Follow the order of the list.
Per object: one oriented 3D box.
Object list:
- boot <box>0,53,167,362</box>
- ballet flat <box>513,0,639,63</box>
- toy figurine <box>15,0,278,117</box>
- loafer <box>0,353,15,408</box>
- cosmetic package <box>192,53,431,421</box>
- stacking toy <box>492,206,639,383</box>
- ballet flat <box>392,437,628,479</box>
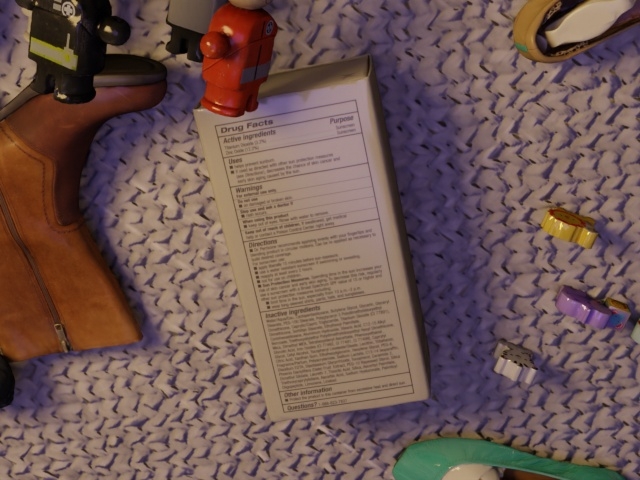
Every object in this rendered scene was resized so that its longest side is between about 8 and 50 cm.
[{"bbox_3d":[-0.229,-0.020,1.095,0.264,0.096,0.281,-14,109,9],"label":"boot"},{"bbox_3d":[0.276,-0.214,0.993,0.232,0.073,0.080,-30,105,14],"label":"ballet flat"},{"bbox_3d":[-0.142,-0.206,0.948,0.213,0.209,0.148,3,116,-19],"label":"toy figurine"},{"bbox_3d":[-0.412,0.118,1.171,0.223,0.076,0.078,19,150,10],"label":"loafer"},{"bbox_3d":[0.000,0.000,1.074,0.160,0.113,0.310,-9,108,8],"label":"cosmetic package"},{"bbox_3d":[0.289,0.078,1.110,0.221,0.052,0.167,18,111,-3],"label":"stacking toy"},{"bbox_3d":[0.195,0.254,1.163,0.247,0.087,0.083,8,111,2],"label":"ballet flat"}]
